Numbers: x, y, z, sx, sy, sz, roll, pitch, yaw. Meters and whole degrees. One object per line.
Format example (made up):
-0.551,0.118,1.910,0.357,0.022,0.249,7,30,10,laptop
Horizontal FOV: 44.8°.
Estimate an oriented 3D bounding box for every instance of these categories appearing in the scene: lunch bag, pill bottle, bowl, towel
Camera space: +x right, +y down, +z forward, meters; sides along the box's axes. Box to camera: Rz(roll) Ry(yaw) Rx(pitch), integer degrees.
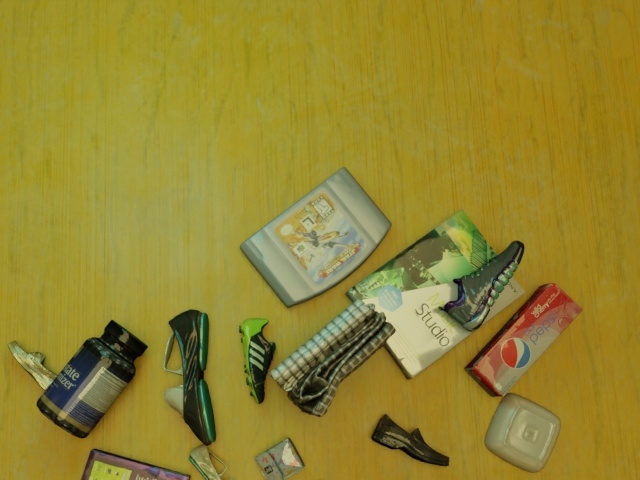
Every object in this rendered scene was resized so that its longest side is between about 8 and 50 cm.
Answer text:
-0.083,0.454,1.585,0.083,0.053,0.071,-29,81,-1,lunch bag
-0.450,0.273,1.554,0.123,0.123,0.219,36,77,3,pill bottle
0.435,0.408,1.640,0.142,0.053,0.142,28,78,0,bowl
0.025,0.232,1.523,0.235,0.284,0.121,-40,85,-10,towel

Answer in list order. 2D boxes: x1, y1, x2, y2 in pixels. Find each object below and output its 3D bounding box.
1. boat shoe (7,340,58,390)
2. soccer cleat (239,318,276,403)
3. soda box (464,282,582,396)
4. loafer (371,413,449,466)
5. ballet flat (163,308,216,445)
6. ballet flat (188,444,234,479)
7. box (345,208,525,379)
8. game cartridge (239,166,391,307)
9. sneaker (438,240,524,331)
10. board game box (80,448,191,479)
-0.581,0.252,1.587,0.045,0.050,0.135,-43,95,-15,boat shoe
-0.125,0.249,1.621,0.072,0.060,0.179,-7,76,-8,soccer cleat
0.434,0.213,1.665,0.092,0.083,0.263,45,79,5,soda box
0.194,0.418,1.613,0.170,0.062,0.061,24,72,-1,loafer
-0.270,0.282,1.591,0.096,0.095,0.280,-8,69,3,ballet flat
-0.201,0.485,1.567,0.052,0.057,0.168,-35,83,-21,ballet flat
0.250,0.114,1.682,0.322,0.058,0.232,-35,83,-13,box
0.000,0.000,1.688,0.297,0.062,0.198,-38,80,-11,game cartridge
0.341,0.077,1.631,0.098,0.083,0.224,33,78,7,sneaker
-0.406,0.609,1.527,0.208,0.056,0.347,16,77,3,board game box
